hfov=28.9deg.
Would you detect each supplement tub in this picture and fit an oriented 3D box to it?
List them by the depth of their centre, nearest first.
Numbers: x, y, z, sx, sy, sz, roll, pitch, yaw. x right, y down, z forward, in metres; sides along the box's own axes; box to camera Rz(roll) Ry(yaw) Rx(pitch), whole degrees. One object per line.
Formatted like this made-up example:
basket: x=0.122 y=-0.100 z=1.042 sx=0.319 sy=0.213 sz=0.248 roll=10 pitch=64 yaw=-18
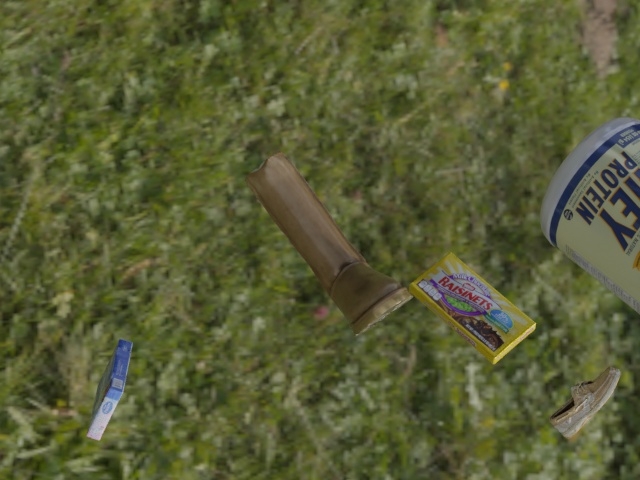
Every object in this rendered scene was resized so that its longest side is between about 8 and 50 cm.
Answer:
supplement tub: x=0.514 y=-0.008 z=1.841 sx=0.235 sy=0.325 sz=0.235 roll=-32 pitch=145 yaw=-25

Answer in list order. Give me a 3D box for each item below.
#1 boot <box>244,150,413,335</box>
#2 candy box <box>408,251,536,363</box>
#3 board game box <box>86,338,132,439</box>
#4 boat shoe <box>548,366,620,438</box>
boot: x=0.000 y=0.000 z=1.686 sx=0.089 sy=0.236 sz=0.269 roll=-35 pitch=89 yaw=-12
candy box: x=0.260 y=0.114 z=2.142 sx=0.105 sy=0.206 sz=0.027 roll=-36 pitch=150 yaw=-24
board game box: x=-0.259 y=0.183 z=1.528 sx=0.020 sy=0.090 sz=0.090 roll=19 pitch=34 yaw=-13
boat shoe: x=0.486 y=0.292 z=2.298 sx=0.059 sy=0.170 sz=0.063 roll=35 pitch=22 yaw=1
